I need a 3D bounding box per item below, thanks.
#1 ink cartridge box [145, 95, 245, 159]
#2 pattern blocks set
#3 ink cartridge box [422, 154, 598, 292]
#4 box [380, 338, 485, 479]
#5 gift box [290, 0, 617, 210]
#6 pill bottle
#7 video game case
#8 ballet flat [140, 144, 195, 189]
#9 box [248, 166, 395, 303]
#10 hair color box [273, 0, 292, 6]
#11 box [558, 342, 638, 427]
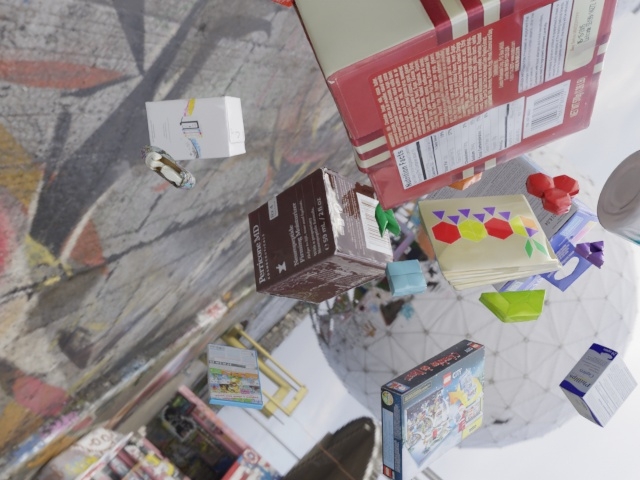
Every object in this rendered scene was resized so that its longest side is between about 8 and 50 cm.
[{"bbox_3d":[-0.353,-0.324,1.657,0.171,0.233,0.168,-63,150,-76],"label":"ink cartridge box"},{"bbox_3d":[0.241,-0.005,0.825,0.026,0.325,0.285,95,-4,-50],"label":"pattern blocks set"},{"bbox_3d":[0.469,-0.051,1.400,0.151,0.395,0.270,10,125,-43],"label":"ink cartridge box"},{"bbox_3d":[0.194,0.279,0.963,0.233,0.044,0.159,-15,109,-41],"label":"box"},{"bbox_3d":[0.116,-0.218,0.538,0.277,0.258,0.255,-21,152,2],"label":"gift box"},{"bbox_3d":[0.585,-0.029,0.890,0.146,0.264,0.146,-155,-90,-84],"label":"pill bottle"},{"bbox_3d":[-0.194,0.301,1.282,0.015,0.119,0.166,-64,-155,28],"label":"video game case"},{"bbox_3d":[-0.259,-0.123,0.948,0.041,0.114,0.041,-53,169,-14],"label":"ballet flat"},{"bbox_3d":[0.000,0.000,1.051,0.203,0.168,0.167,-28,150,36],"label":"box"},{"bbox_3d":[-0.103,-0.461,0.978,0.043,0.141,0.071,-22,-118,56],"label":"hair color box"},{"bbox_3d":[0.634,0.329,1.308,0.137,0.126,0.072,-46,-154,-11],"label":"box"}]
